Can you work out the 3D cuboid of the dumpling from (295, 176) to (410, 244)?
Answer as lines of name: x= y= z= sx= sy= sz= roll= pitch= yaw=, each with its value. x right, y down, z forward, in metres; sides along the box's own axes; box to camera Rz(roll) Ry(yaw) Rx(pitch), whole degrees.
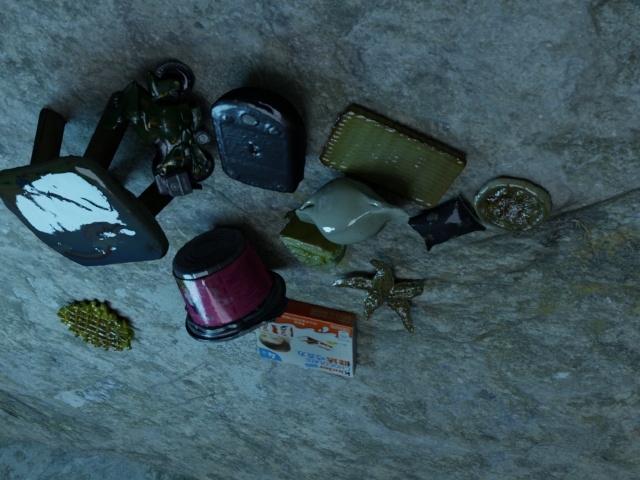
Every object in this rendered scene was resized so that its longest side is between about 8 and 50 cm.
dumpling: x=0.082 y=-0.055 z=1.750 sx=0.179 sy=0.131 sz=0.252 roll=19 pitch=160 yaw=-42

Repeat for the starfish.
starfish: x=0.141 y=0.125 z=2.022 sx=0.236 sy=0.062 sz=0.277 roll=-2 pitch=142 yaw=30

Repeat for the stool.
stool: x=-0.466 y=-0.117 z=1.840 sx=0.310 sy=0.226 sz=0.310 roll=-5 pitch=138 yaw=32

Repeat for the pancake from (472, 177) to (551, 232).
pancake: x=0.369 y=-0.066 z=1.683 sx=0.152 sy=0.025 sz=0.151 roll=12 pitch=145 yaw=8

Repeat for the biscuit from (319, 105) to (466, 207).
biscuit: x=0.135 y=-0.158 z=1.667 sx=0.254 sy=0.029 sz=0.172 roll=23 pitch=146 yaw=-6

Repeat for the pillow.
pillow: x=0.251 y=-0.034 z=1.764 sx=0.090 sy=0.048 sz=0.150 roll=34 pitch=141 yaw=-30

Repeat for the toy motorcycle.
toy motorcycle: x=-0.312 y=-0.204 z=1.698 sx=0.187 sy=0.125 sz=0.274 roll=-17 pitch=124 yaw=-7

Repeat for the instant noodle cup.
instant noodle cup: x=-0.227 y=0.085 z=2.011 sx=0.302 sy=0.258 sz=0.181 roll=-5 pitch=124 yaw=30

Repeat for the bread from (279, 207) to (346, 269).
bread: x=-0.002 y=-0.003 z=1.876 sx=0.110 sy=0.103 sz=0.156 roll=0 pitch=151 yaw=39

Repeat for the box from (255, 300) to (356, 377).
box: x=-0.039 y=0.253 z=2.293 sx=0.273 sy=0.048 sz=0.265 roll=10 pitch=144 yaw=12

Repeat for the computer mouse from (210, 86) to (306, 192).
computer mouse: x=-0.111 y=-0.205 z=1.657 sx=0.170 sy=0.100 sz=0.269 roll=18 pitch=150 yaw=10

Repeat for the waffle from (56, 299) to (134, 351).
waffle: x=-0.664 y=0.255 z=2.592 sx=0.232 sy=0.051 sz=0.228 roll=-4 pitch=139 yaw=31
